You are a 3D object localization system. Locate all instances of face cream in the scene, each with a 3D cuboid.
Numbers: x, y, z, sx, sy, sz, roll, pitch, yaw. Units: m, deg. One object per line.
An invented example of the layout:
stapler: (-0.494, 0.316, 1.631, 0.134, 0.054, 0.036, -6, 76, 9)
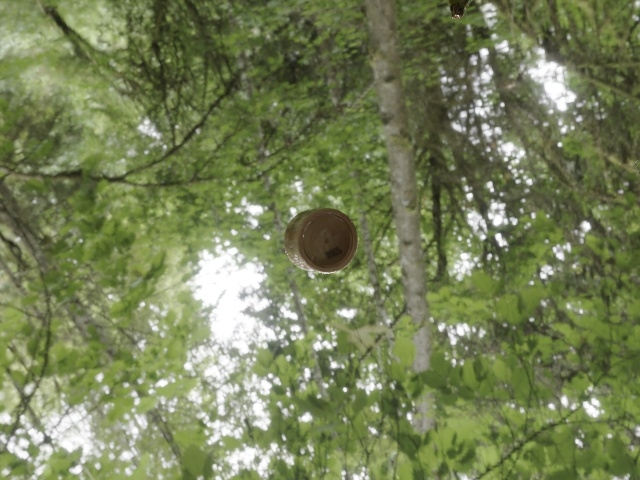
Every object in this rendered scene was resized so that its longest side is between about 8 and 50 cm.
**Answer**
face cream: (0.000, 0.000, 1.596, 0.149, 0.149, 0.104, -30, -169, -18)

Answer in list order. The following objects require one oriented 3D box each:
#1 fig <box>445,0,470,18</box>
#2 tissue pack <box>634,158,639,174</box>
fig: (0.154, -0.350, 0.829, 0.126, 0.133, 0.185, 32, -120, 7)
tissue pack: (0.763, -0.173, 1.350, 0.159, 0.125, 0.234, -1, 146, -46)
